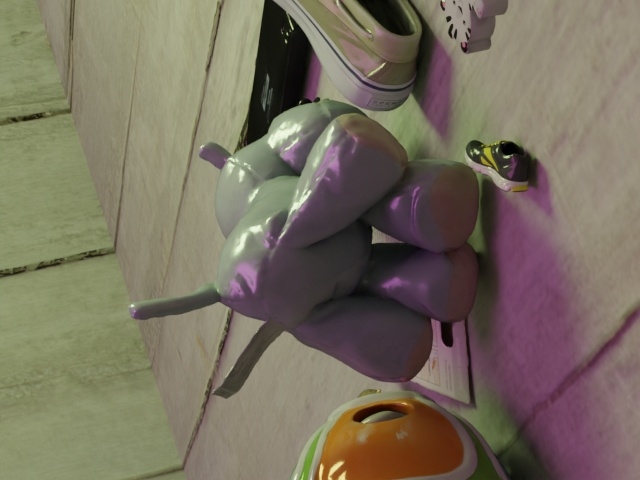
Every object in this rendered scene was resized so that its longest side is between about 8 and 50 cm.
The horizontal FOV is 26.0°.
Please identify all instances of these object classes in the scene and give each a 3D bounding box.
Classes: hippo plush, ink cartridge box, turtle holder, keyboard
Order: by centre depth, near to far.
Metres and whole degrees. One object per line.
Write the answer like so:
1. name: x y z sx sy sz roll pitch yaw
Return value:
1. turtle holder: 0.090 0.283 1.272 0.320 0.243 0.227 42 -150 -43
2. hippo plush: 0.000 0.000 1.282 0.234 0.294 0.236 47 -174 -24
3. ink cartridge box: 0.083 0.047 1.390 0.225 0.056 0.181 15 117 49
4. keyboard: -0.043 -0.147 1.631 0.317 0.033 0.201 101 157 -52

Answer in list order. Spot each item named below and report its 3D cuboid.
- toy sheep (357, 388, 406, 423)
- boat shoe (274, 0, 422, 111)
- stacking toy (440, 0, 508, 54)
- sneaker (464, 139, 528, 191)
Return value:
1. toy sheep: 0.071 0.213 1.446 0.091 0.091 0.132 106 143 -55
2. boat shoe: 0.011 -0.255 1.323 0.302 0.109 0.094 55 140 27
3. stacking toy: 0.130 -0.220 0.863 0.052 0.167 0.221 112 141 -59
4. sneaker: 0.148 -0.068 1.134 0.083 0.031 0.035 44 129 52
